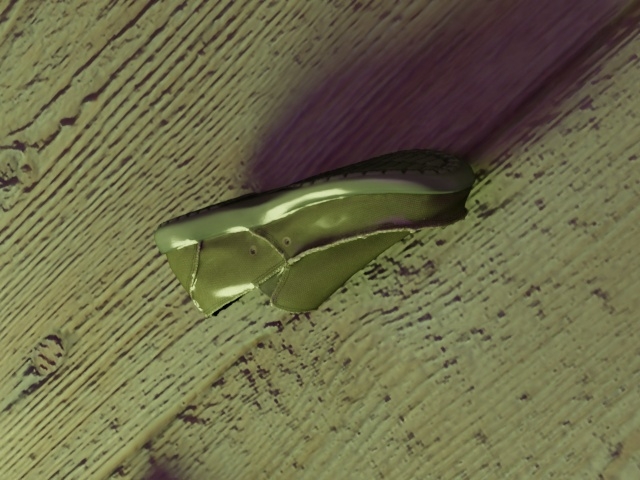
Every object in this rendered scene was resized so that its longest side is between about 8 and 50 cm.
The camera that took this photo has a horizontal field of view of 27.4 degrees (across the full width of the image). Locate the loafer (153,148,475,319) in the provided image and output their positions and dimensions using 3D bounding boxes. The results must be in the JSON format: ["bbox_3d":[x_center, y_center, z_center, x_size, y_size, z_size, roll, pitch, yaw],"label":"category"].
[{"bbox_3d":[0.000,0.000,0.899,0.251,0.094,0.087,-13,96,37],"label":"loafer"}]
